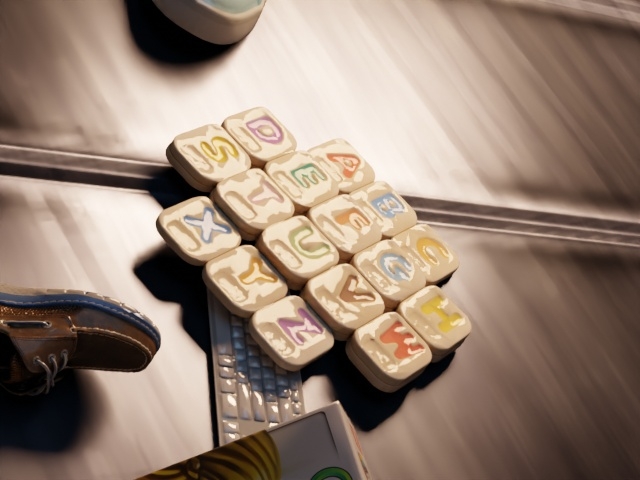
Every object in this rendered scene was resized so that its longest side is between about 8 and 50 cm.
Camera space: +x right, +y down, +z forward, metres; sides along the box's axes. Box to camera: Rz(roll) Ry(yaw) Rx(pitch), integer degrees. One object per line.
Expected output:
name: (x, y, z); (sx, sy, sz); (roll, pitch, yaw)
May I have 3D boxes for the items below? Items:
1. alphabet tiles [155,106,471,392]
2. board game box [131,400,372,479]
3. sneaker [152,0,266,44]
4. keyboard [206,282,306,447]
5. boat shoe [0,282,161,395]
alphabet tiles: (0.000, 0.000, 1.207); (0.284, 0.021, 0.278); (47, 36, 14)
board game box: (-0.031, 0.263, 0.833); (0.193, 0.053, 0.305); (-22, 55, 3)
sneaker: (-0.075, -0.341, 1.405); (0.135, 0.150, 0.366); (24, 41, -12)
keyboard: (-0.048, 0.105, 1.093); (0.072, 0.014, 0.256); (14, 44, -24)
boat shoe: (-0.202, 0.073, 0.986); (0.183, 0.066, 0.066); (11, 50, -13)
